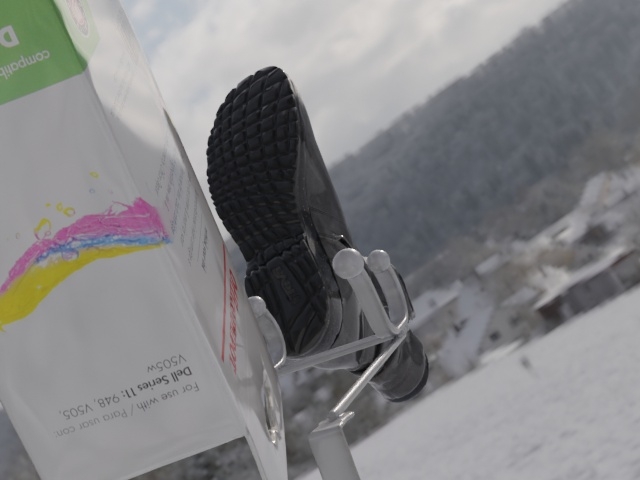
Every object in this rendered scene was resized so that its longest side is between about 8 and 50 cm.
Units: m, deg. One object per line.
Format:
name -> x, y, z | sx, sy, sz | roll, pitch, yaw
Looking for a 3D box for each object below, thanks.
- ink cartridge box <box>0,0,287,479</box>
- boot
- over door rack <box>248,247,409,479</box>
ink cartridge box -> -0.132, -0.002, 0.722 | 0.119, 0.353, 0.207 | -20, 21, 4
boot -> 0.000, 0.000, 1.333 | 0.118, 0.338, 0.222 | -23, -28, 27
over door rack -> -0.069, 0.104, 0.877 | 0.239, 0.108, 0.324 | -21, 14, 15
